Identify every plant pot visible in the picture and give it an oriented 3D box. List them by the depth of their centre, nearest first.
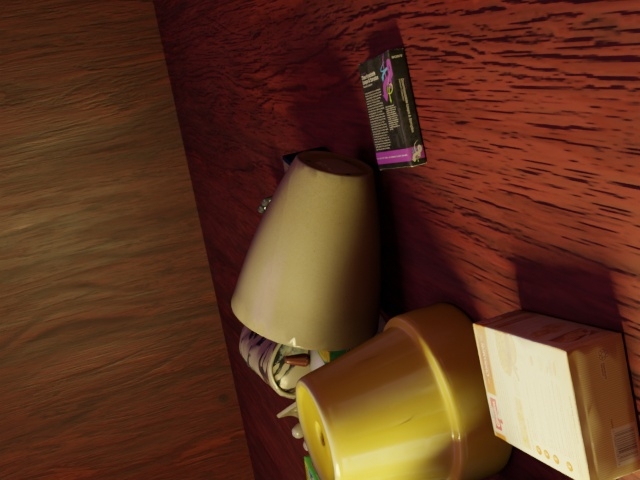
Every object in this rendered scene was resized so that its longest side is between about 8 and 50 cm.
[{"bbox_3d":[0.102,0.238,1.098,0.254,0.239,0.253,166,90,-75],"label":"plant pot"},{"bbox_3d":[0.000,0.000,1.296,0.256,0.257,0.274,-131,49,-57],"label":"plant pot"}]

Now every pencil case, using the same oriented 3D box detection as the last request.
[{"bbox_3d":[-0.085,0.263,1.892,0.160,0.183,0.410,49,168,-11],"label":"pencil case"}]

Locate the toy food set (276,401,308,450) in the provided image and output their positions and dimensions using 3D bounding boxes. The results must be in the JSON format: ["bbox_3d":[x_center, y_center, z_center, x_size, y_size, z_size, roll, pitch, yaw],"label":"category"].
[{"bbox_3d":[0.012,0.502,1.752,0.306,0.092,0.219,57,154,10],"label":"toy food set"}]

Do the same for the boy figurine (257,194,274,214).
[{"bbox_3d":[-0.064,0.037,1.745,0.177,0.092,0.285,128,125,-69],"label":"boy figurine"}]

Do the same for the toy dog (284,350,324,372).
[{"bbox_3d":[0.037,0.312,1.511,0.220,0.161,0.333,100,151,-55],"label":"toy dog"}]

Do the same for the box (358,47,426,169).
[{"bbox_3d":[0.101,-0.184,1.115,0.116,0.029,0.162,-170,65,-71],"label":"box"}]

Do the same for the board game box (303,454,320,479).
[{"bbox_3d":[0.024,0.778,2.161,0.213,0.046,0.317,-134,34,-58],"label":"board game box"}]

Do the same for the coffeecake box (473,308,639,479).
[{"bbox_3d":[0.249,0.160,0.841,0.185,0.068,0.142,-171,68,-72],"label":"coffeecake box"}]

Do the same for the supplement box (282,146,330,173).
[{"bbox_3d":[-0.020,-0.123,1.471,0.056,0.083,0.083,-134,32,-62],"label":"supplement box"}]

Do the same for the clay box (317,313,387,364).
[{"bbox_3d":[0.033,0.140,1.441,0.222,0.128,0.053,-126,28,-54],"label":"clay box"}]
